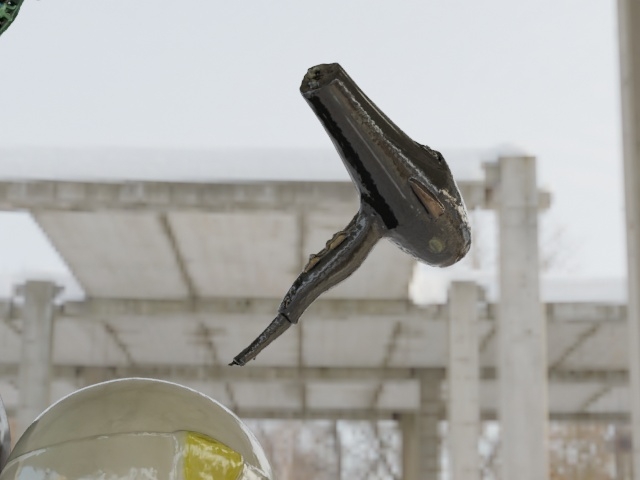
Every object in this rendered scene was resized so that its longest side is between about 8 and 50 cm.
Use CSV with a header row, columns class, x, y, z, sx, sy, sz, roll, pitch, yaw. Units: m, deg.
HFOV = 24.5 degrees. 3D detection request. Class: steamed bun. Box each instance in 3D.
class,x,y,z,sx,sy,sz,roll,pitch,yaw
steamed bun,-0.209,0.328,1.759,0.334,0.334,0.374,-4,-29,19

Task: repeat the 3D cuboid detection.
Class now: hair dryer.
class,x,y,z,sx,sy,sz,roll,pitch,yaw
hair dryer,0.000,0.000,1.730,0.304,0.359,0.120,48,-10,-32

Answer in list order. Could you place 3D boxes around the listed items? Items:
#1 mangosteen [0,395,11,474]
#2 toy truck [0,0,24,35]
class,x,y,z,sx,sy,sz,roll,pitch,yaw
mangosteen,-0.561,0.273,1.919,0.330,0.330,0.330,1,-14,0
toy truck,-0.335,-0.229,1.442,0.080,0.154,0.078,35,-10,3
